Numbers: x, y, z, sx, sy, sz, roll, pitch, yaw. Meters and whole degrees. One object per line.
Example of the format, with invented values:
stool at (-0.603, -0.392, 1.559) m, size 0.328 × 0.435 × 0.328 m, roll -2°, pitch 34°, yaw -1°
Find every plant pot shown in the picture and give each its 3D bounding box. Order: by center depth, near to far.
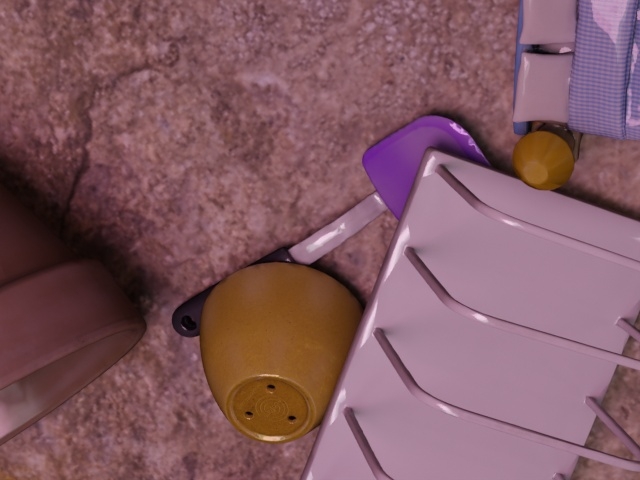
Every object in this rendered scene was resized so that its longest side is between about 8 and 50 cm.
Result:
plant pot at (-0.340, 0.038, 1.224) m, size 0.323 × 0.323 × 0.280 m, roll -37°, pitch 83°, yaw 21°
plant pot at (-0.033, 0.098, 1.255) m, size 0.134 × 0.095 × 0.134 m, roll 4°, pitch 126°, yaw 5°

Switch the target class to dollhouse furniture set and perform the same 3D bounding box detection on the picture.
dollhouse furniture set at (0.256, -0.143, 1.041) m, size 0.286 × 0.198 × 0.303 m, roll 11°, pitch 116°, yaw 17°

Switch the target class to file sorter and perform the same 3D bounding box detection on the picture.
file sorter at (0.130, 0.107, 1.149) m, size 0.193 × 0.173 × 0.277 m, roll 18°, pitch 100°, yaw -12°

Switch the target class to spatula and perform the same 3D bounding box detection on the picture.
spatula at (0.000, 0.000, 1.264) m, size 0.296 × 0.030 × 0.084 m, roll -31°, pitch 100°, yaw 21°
